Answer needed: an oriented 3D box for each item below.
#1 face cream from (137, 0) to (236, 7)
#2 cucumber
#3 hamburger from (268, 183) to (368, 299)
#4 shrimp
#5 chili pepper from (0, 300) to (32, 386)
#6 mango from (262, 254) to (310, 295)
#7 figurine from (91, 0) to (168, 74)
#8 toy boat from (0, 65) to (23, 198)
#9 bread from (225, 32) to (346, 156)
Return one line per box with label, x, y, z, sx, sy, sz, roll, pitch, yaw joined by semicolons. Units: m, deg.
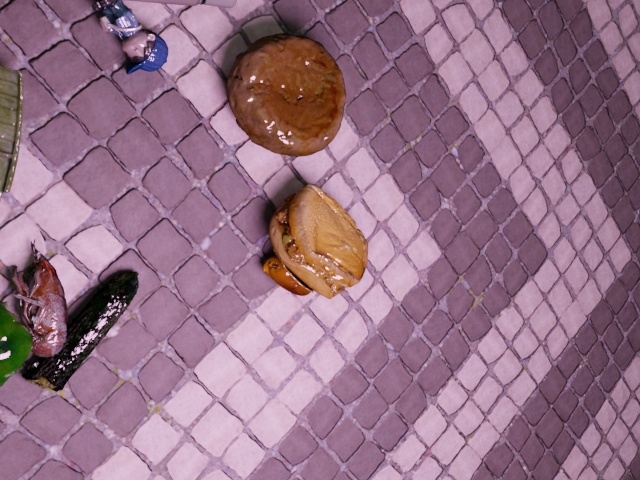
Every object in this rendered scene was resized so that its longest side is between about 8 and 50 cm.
face cream;-0.293;-0.454;1.013;0.314;0.089;0.143;3;96;-18
cucumber;-0.388;0.148;1.016;0.067;0.067;0.245;45;75;-24
hamburger;0.000;-0.001;1.153;0.214;0.108;0.213;33;37;-29
shrimp;-0.448;0.091;0.971;0.073;0.075;0.190;-9;88;-20
chili pepper;-0.577;0.211;0.814;0.385;0.167;0.213;-46;108;-31
mango;-0.056;0.067;1.187;0.127;0.077;0.063;38;81;-38
figurine;-0.311;-0.344;1.008;0.079;0.077;0.136;-49;124;-40
toy boat;-0.515;-0.124;0.927;0.093;0.055;0.293;15;88;-28
bread;-0.063;-0.267;1.125;0.230;0.123;0.229;0;91;-25
